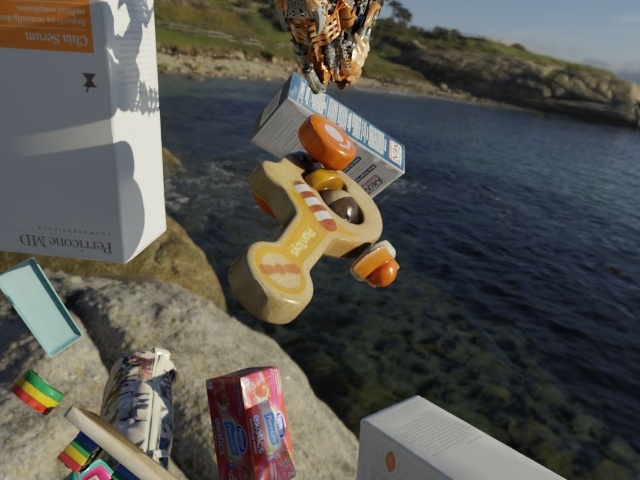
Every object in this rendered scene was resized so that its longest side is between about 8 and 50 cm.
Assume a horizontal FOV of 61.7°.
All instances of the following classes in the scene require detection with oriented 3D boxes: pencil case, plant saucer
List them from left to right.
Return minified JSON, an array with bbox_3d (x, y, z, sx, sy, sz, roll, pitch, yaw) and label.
[{"bbox_3d":[-0.486,0.117,0.930,0.018,0.192,0.067,22,48,40],"label":"plant saucer"},{"bbox_3d":[-0.387,0.403,1.142,0.160,0.183,0.410,43,9,-27],"label":"pencil case"}]

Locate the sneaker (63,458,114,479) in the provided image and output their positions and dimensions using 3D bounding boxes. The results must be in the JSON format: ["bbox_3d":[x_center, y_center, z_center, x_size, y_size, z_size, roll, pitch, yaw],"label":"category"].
[{"bbox_3d":[-0.355,0.364,0.699,0.296,0.123,0.178,10,44,39],"label":"sneaker"}]

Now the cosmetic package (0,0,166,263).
[{"bbox_3d":[-0.387,-0.209,0.826,0.230,0.453,0.161,5,21,6],"label":"cosmetic package"}]

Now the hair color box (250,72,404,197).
[{"bbox_3d":[0.023,-0.239,1.326,0.347,0.174,0.105,29,47,-24],"label":"hair color box"}]

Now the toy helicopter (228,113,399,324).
[{"bbox_3d":[0.000,0.000,0.644,0.235,0.140,0.355,43,28,-5],"label":"toy helicopter"}]

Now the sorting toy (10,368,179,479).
[{"bbox_3d":[-0.207,0.244,0.565,0.274,0.132,0.046,37,67,4],"label":"sorting toy"}]

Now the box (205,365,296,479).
[{"bbox_3d":[-0.157,0.423,1.206,0.123,0.256,0.128,-14,-7,37],"label":"box"}]

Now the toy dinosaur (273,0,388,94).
[{"bbox_3d":[0.007,-0.287,0.698,0.164,0.218,0.322,8,-4,-7],"label":"toy dinosaur"}]

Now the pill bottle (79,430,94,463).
[{"bbox_3d":[-0.571,0.556,1.349,0.094,0.169,0.094,3,-17,1],"label":"pill bottle"}]

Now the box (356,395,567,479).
[{"bbox_3d":[0.240,0.467,0.963,0.168,0.215,0.345,-8,18,-38],"label":"box"}]
